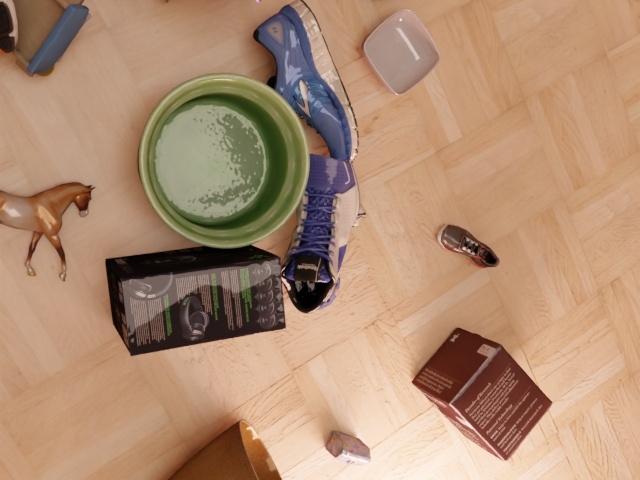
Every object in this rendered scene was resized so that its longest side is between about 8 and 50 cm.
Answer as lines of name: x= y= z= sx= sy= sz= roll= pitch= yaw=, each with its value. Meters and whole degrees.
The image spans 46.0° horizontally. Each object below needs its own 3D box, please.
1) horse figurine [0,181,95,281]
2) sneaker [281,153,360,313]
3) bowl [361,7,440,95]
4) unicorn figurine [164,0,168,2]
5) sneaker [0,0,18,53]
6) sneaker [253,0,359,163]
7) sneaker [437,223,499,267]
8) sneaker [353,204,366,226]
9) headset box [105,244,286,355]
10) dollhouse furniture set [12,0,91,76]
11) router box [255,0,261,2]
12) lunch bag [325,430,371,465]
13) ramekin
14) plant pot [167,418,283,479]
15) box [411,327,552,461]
horse figurine: x=-0.528 y=-0.025 z=1.288 sx=0.264 sy=0.066 sz=0.174 roll=7 pitch=99 yaw=-24
sneaker: x=0.000 y=0.001 z=1.407 sx=0.128 sy=0.182 sz=0.315 roll=8 pitch=100 yaw=3
bowl: x=0.156 y=-0.380 z=1.527 sx=0.142 sy=0.053 sz=0.142 roll=-42 pitch=109 yaw=-12
unicorn figurine: x=-0.238 y=-0.489 z=1.362 sx=0.111 sy=0.060 sz=0.161 roll=-6 pitch=82 yaw=-20
sneaker: x=-0.503 y=-0.416 z=1.140 sx=0.099 sy=0.121 sz=0.262 roll=4 pitch=130 yaw=10
sneaker: x=-0.028 y=-0.280 z=1.442 sx=0.147 sy=0.129 sz=0.329 roll=-23 pitch=112 yaw=6
sneaker: x=0.326 y=0.011 z=1.629 sx=0.158 sy=0.065 sz=0.061 roll=26 pitch=86 yaw=-22
sneaker: x=0.060 y=-0.037 z=1.536 sx=0.083 sy=0.032 sz=0.037 roll=-40 pitch=108 yaw=-13
headset box: x=-0.215 y=0.090 z=1.325 sx=0.283 sy=0.246 sz=0.131 roll=-7 pitch=99 yaw=-20
dollhouse furniture set: x=-0.467 y=-0.473 z=1.266 sx=0.286 sy=0.198 sz=0.303 roll=43 pitch=111 yaw=1
router box: x=-0.221 y=-0.568 z=1.237 sx=0.336 sy=0.301 sz=0.082 roll=24 pitch=127 yaw=-22
lunch bag: x=0.058 y=0.434 z=1.558 sx=0.071 sy=0.083 sz=0.053 roll=21 pitch=88 yaw=-23
ramekin: x=-0.185 y=-0.142 z=1.365 sx=0.304 sy=0.148 sz=0.303 roll=-2 pitch=97 yaw=-22
plant pot: x=-0.203 y=0.500 z=1.402 sx=0.254 sy=0.237 sz=0.237 roll=-29 pitch=106 yaw=-2
box: x=0.344 y=0.325 z=1.614 sx=0.167 sy=0.168 sz=0.203 roll=-47 pitch=109 yaw=-10
